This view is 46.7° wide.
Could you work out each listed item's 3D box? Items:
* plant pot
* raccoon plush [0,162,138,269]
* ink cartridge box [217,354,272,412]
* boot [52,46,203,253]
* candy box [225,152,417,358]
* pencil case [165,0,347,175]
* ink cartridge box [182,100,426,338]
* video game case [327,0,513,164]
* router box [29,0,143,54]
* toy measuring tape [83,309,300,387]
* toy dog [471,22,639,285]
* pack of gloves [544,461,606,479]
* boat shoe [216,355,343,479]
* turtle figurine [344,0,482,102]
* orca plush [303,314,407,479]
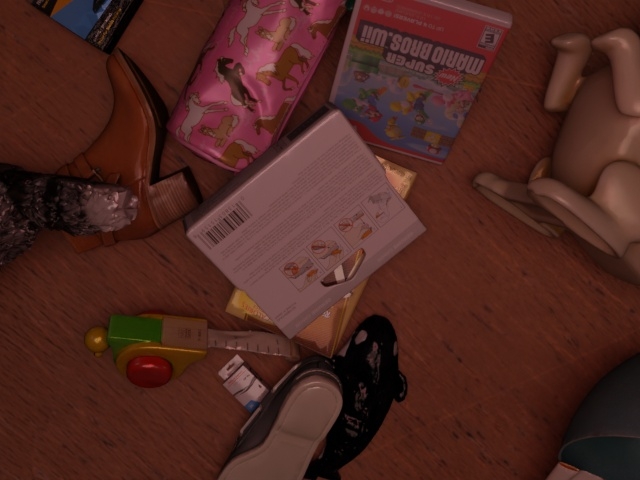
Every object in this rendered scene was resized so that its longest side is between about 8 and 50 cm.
[{"bbox_3d":[0.525,0.277,1.111,0.290,0.290,0.195,27,59,-2],"label":"plant pot"},{"bbox_3d":[-0.489,0.045,1.047,0.447,0.216,0.298,11,99,29],"label":"raccoon plush"},{"bbox_3d":[-0.124,0.232,1.203,0.048,0.028,0.083,-45,93,3],"label":"ink cartridge box"},{"bbox_3d":[-0.332,-0.132,1.148,0.220,0.109,0.283,-21,102,5],"label":"boot"},{"bbox_3d":[0.000,0.000,1.155,0.183,0.087,0.316,24,94,-1],"label":"candy box"},{"bbox_3d":[-0.073,-0.284,1.100,0.167,0.160,0.385,26,94,-35],"label":"pencil case"},{"bbox_3d":[-0.019,-0.024,1.082,0.275,0.060,0.239,-39,118,3],"label":"ink cartridge box"},{"bbox_3d":[0.125,-0.234,1.066,0.204,0.285,0.025,16,54,-2],"label":"video game case"},{"bbox_3d":[-0.340,-0.400,1.144,0.133,0.046,0.178,33,94,-2],"label":"router box"},{"bbox_3d":[-0.203,0.179,1.172,0.331,0.121,0.121,8,95,-15],"label":"toy measuring tape"},{"bbox_3d":[0.487,-0.159,1.053,0.396,0.284,0.407,33,92,-3],"label":"toy dog"},{"bbox_3d":[0.413,0.466,1.162,0.195,0.046,0.232,22,126,4],"label":"pack of gloves"},{"bbox_3d":[-0.069,0.313,1.176,0.116,0.099,0.319,27,113,-16],"label":"boat shoe"},{"bbox_3d":[0.142,-0.286,1.102,0.175,0.234,0.118,-14,53,27],"label":"turtle figurine"},{"bbox_3d":[0.047,0.261,1.169,0.151,0.102,0.287,34,94,-3],"label":"orca plush"}]
